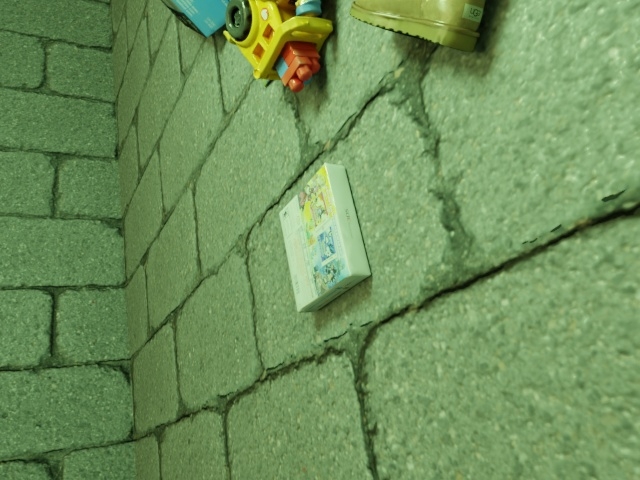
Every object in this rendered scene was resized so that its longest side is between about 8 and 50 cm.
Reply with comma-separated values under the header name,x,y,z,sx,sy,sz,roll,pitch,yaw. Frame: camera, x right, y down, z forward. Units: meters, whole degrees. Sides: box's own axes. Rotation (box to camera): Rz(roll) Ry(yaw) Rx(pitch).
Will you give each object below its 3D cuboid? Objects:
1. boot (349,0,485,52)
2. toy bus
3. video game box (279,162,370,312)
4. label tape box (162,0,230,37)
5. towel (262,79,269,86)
name,x,y,z,sx,sy,sz,roll,pitch,yaw
boot,0.156,-0.393,0.680,0.236,0.089,0.270,37,120,42
toy bus,-0.052,-0.387,0.983,0.220,0.149,0.211,-48,62,44
video game box,0.000,0.000,0.952,0.187,0.048,0.205,-42,53,53
label tape box,-0.358,-0.652,1.381,0.115,0.249,0.348,-45,39,3
towel,-0.108,-0.379,1.189,0.083,0.009,0.060,-25,68,57
